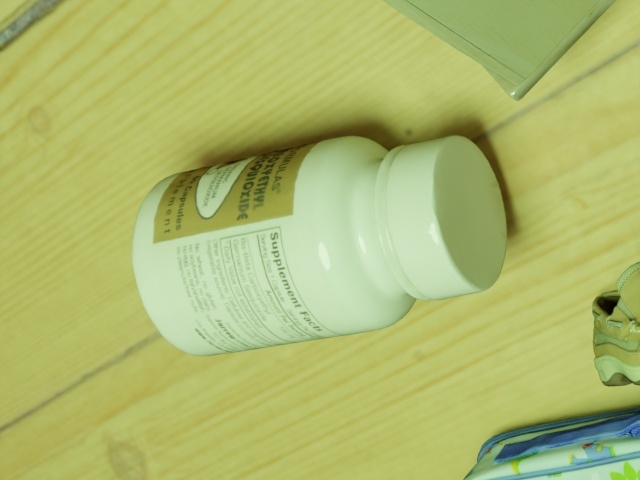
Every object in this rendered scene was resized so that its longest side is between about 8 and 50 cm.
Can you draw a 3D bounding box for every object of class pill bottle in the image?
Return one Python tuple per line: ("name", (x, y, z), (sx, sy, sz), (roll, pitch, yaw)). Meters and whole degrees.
("pill bottle", (0.000, 0.000, 1.175), (0.229, 0.131, 0.131), (-11, 108, 32))

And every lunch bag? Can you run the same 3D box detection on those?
("lunch bag", (0.206, 0.199, 1.186), (0.219, 0.090, 0.176), (-18, 105, 34))

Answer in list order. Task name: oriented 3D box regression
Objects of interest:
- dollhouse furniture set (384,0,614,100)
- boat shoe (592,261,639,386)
("dollhouse furniture set", (0.065, -0.288, 1.042), (0.286, 0.198, 0.303), (-47, 55, 15))
("boat shoe", (0.204, 0.048, 1.080), (0.190, 0.068, 0.072), (150, 102, -74))
